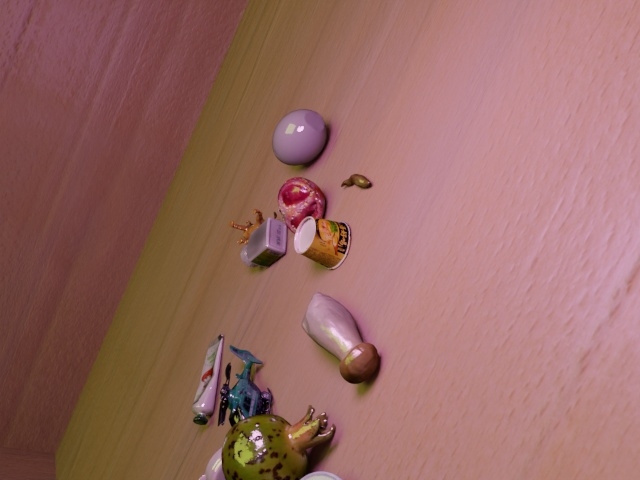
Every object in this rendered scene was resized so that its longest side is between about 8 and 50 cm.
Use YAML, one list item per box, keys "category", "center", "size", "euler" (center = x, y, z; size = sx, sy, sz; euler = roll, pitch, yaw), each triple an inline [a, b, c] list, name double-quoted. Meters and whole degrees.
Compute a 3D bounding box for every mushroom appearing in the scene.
- category: "mushroom"
  center: [0.036, 0.237, 1.535]
  size: [0.128, 0.128, 0.350]
  euler: [-61, 35, 13]

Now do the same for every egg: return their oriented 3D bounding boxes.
- category: "egg"
  center: [-0.077, -0.352, 2.042]
  size: [0.232, 0.176, 0.176]
  euler: [-43, 37, 53]

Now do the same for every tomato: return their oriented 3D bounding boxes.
- category: "tomato"
  center: [-0.047, -0.119, 1.930]
  size: [0.173, 0.099, 0.189]
  euler: [-19, 94, 36]

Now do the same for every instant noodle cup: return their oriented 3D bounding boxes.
- category: "instant noodle cup"
  center: [0.000, 0.000, 1.739]
  size: [0.151, 0.122, 0.151]
  euler: [-38, 43, 46]

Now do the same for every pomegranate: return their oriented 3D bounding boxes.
- category: "pomegranate"
  center: [-0.122, 0.521, 1.500]
  size: [0.286, 0.231, 0.231]
  euler: [-59, 30, 5]

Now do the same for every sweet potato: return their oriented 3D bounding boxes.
- category: "sweet potato"
  center: [0.108, -0.180, 1.764]
  size: [0.041, 0.038, 0.153]
  euler: [-51, 24, -15]

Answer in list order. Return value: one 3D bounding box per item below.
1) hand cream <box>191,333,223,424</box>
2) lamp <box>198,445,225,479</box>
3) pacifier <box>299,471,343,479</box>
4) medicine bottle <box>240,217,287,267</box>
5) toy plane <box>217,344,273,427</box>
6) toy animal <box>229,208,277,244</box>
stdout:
- category: "hand cream"
  center: [-0.413, 0.510, 2.170]
  size: [0.121, 0.076, 0.336]
  euler: [-38, 35, 40]
- category: "lamp"
  center: [-0.224, 0.631, 1.660]
  size: [0.246, 0.179, 0.108]
  euler: [-49, 33, -4]
- category: "pacifier"
  center: [-0.020, 0.652, 1.276]
  size: [0.227, 0.207, 0.279]
  euler: [-2, 70, 40]
- category: "medicine bottle"
  center: [-0.203, 0.020, 2.096]
  size: [0.188, 0.088, 0.132]
  euler: [-36, 44, 44]
- category: "toy plane"
  center: [-0.236, 0.465, 1.810]
  size: [0.106, 0.155, 0.382]
  euler: [-55, 15, 25]
- category: "toy animal"
  center: [-0.232, -0.047, 2.203]
  size: [0.255, 0.116, 0.114]
  euler: [-20, 78, 47]
